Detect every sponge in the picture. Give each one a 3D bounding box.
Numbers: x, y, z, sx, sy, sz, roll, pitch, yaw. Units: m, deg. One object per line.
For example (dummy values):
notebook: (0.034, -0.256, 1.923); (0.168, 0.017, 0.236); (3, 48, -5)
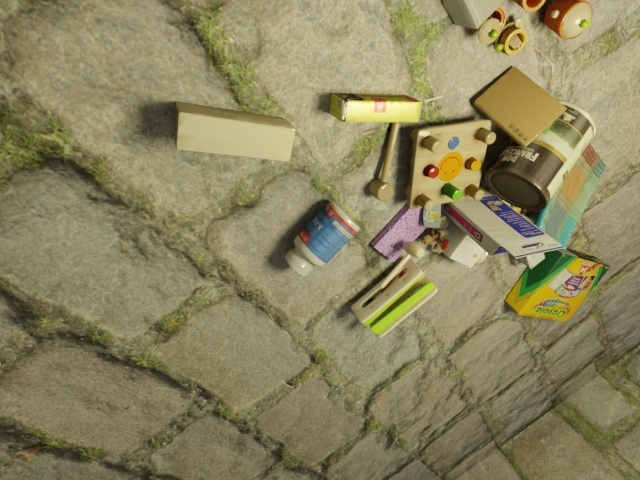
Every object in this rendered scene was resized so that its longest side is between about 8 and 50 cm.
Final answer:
sponge: (0.278, -0.035, 1.410); (0.117, 0.031, 0.210); (35, 102, -36)

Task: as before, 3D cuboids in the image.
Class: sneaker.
sneaker: (0.598, 0.012, 1.573); (0.075, 0.057, 0.161); (21, 113, -13)

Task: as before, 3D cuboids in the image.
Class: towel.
towel: (0.910, -0.159, 1.534); (0.271, 0.040, 0.370); (22, 94, -40)

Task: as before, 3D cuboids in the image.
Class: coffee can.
coffee can: (0.670, -0.258, 1.295); (0.275, 0.201, 0.201); (-53, 127, -7)

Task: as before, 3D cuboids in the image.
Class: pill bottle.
pill bottle: (0.000, 0.000, 1.253); (0.221, 0.124, 0.124); (-46, 126, 7)

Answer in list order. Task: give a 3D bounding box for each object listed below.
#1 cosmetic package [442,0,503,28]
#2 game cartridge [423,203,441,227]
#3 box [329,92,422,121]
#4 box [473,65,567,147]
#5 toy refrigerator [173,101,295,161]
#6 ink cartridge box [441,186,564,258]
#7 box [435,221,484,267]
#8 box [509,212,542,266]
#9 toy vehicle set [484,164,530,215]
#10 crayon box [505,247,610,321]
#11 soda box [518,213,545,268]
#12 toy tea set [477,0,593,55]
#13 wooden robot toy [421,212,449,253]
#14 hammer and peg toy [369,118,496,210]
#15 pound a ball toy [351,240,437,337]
cosmetic package: (0.417, -0.661, 1.036); (0.238, 0.107, 0.127); (-49, 129, 7)
game cartridge: (0.361, -0.081, 1.367); (0.055, 0.017, 0.083); (3, 109, 20)
box: (0.147, -0.353, 1.121); (0.232, 0.087, 0.058); (-5, 121, -20)
box: (0.578, -0.390, 1.226); (0.164, 0.201, 0.021); (-42, 165, -1)
toy refrigerator: (-0.208, -0.256, 1.017); (0.269, 0.102, 0.094); (1, 119, -25)
ink cartridge box: (0.539, -0.049, 1.303); (0.175, 0.371, 0.069); (-10, 125, -17)
box: (0.519, -0.008, 1.494); (0.130, 0.091, 0.171); (22, 109, -33)
box: (0.806, 0.000, 1.659); (0.145, 0.038, 0.186); (-34, 126, -1)
toy vehicle set: (0.678, -0.180, 1.491); (0.166, 0.035, 0.267); (-32, 127, -2)
crayon box: (1.028, 0.190, 1.830); (0.362, 0.106, 0.313); (11, 115, -29)
soda box: (0.772, 0.006, 1.580); (0.074, 0.069, 0.216); (-37, 127, 0)
toy tea set: (0.574, -0.590, 1.113); (0.336, 0.124, 0.200); (-27, 134, 5)
wooden robot toy: (0.384, -0.007, 1.430); (0.079, 0.076, 0.173); (-17, 138, -13)
hammer and peg toy: (0.337, -0.222, 1.258); (0.361, 0.127, 0.266); (-11, 124, -17)
pound a ball toy: (0.244, 0.153, 1.450); (0.319, 0.136, 0.208); (-42, 123, 7)
